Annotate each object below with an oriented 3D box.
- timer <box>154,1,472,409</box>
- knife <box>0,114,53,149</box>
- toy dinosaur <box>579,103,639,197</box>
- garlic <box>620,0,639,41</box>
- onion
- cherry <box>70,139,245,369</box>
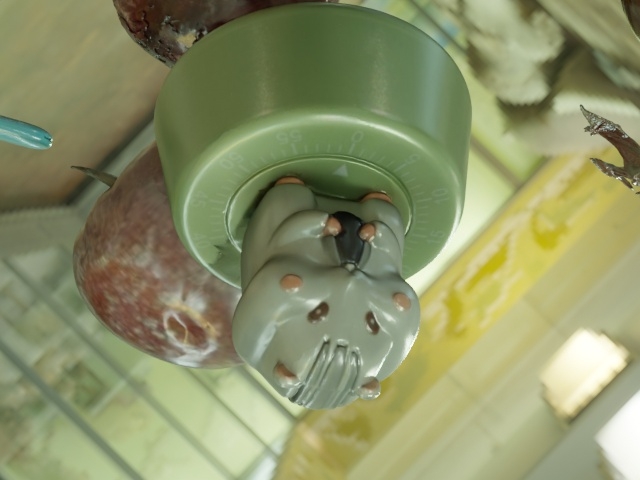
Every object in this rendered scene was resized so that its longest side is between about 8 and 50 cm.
[{"bbox_3d":[0.000,0.000,1.375,0.291,0.291,0.315,-46,-146,38],"label":"timer"},{"bbox_3d":[-0.377,-0.132,1.620,0.064,0.222,0.031,102,4,-83],"label":"knife"},{"bbox_3d":[0.344,-0.075,1.749,0.032,0.220,0.108,-50,-151,-15],"label":"toy dinosaur"},{"bbox_3d":[0.266,-0.174,0.887,0.191,0.160,0.214,-22,136,-15],"label":"garlic"},{"bbox_3d":[-0.096,-0.287,1.632,0.252,0.252,0.219,-46,177,-17],"label":"onion"},{"bbox_3d":[-0.144,0.002,1.664,0.213,0.285,0.236,-44,168,-38],"label":"cherry"}]
